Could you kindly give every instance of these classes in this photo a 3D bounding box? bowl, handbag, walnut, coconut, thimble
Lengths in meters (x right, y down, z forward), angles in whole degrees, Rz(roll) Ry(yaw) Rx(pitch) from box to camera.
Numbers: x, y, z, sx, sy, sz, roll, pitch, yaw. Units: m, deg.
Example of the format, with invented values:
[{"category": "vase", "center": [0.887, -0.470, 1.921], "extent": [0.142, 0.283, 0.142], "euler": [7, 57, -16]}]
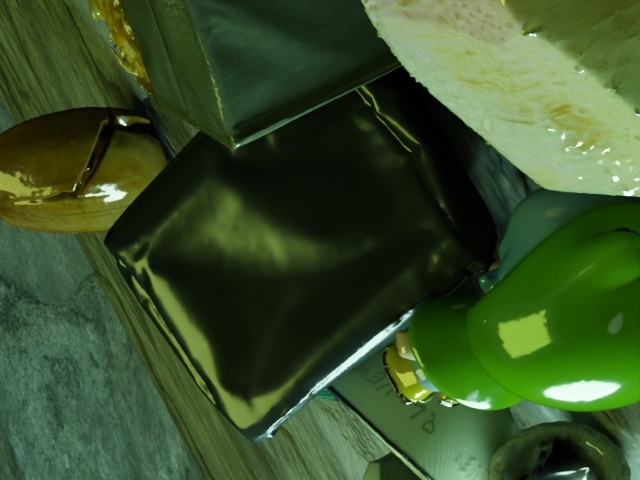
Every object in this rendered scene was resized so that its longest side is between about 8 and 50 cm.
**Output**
[{"category": "bowl", "center": [0.097, 0.147, 1.060], "extent": [0.238, 0.126, 0.238], "euler": [44, 173, 7]}, {"category": "handbag", "center": [0.001, -0.001, 0.963], "extent": [0.275, 0.302, 0.178], "euler": [52, -160, 13]}, {"category": "walnut", "center": [-0.411, -0.107, 1.772], "extent": [0.209, 0.336, 0.209], "euler": [169, 90, -88]}, {"category": "coconut", "center": [0.140, -0.133, 0.523], "extent": [0.237, 0.197, 0.237], "euler": [40, 165, 13]}, {"category": "thimble", "center": [0.204, 0.215, 0.954], "extent": [0.090, 0.115, 0.102], "euler": [85, 161, -50]}]

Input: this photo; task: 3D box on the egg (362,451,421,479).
[{"category": "egg", "center": [0.125, 0.357, 1.216], "extent": [0.206, 0.162, 0.271], "euler": [61, 174, -24]}]

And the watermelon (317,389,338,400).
[{"category": "watermelon", "center": [0.010, 0.103, 1.242], "extent": [0.231, 0.146, 0.128], "euler": [68, 160, -9]}]

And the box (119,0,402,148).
[{"category": "box", "center": [-0.015, -0.192, 0.777], "extent": [0.155, 0.231, 0.149], "euler": [33, 146, 56]}]

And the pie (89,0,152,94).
[{"category": "pie", "center": [-0.206, -0.297, 1.350], "extent": [0.315, 0.092, 0.315], "euler": [46, 157, 26]}]

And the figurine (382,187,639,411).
[{"category": "figurine", "center": [0.153, 0.057, 0.765], "extent": [0.263, 0.162, 0.143], "euler": [-37, 47, 48]}]
